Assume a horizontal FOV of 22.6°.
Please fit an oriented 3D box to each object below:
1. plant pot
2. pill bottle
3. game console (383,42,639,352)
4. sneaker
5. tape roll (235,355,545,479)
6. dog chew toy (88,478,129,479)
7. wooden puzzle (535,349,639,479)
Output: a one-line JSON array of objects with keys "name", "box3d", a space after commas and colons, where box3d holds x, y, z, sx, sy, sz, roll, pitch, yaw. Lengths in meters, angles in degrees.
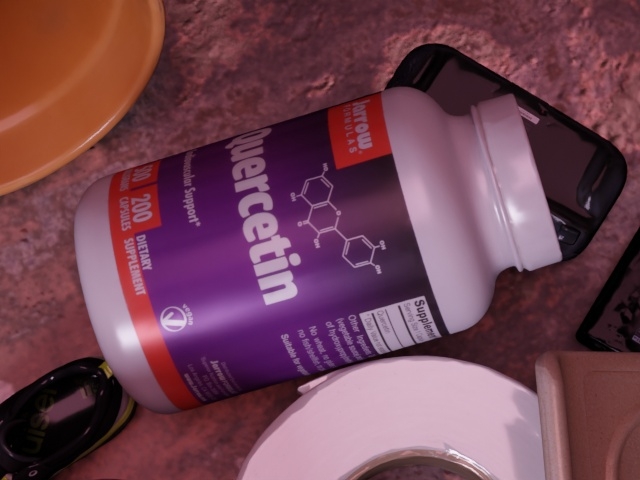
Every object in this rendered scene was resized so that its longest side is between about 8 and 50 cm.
[{"name": "plant pot", "box3d": [-0.287, -0.190, 1.181, 0.290, 0.291, 0.203, -28, 62, -4]}, {"name": "pill bottle", "box3d": [0.000, 0.000, 1.144, 0.322, 0.181, 0.182, -17, 78, 7]}, {"name": "game console", "box3d": [0.211, -0.040, 1.234, 0.361, 0.044, 0.213, 32, 80, 8]}, {"name": "sneaker", "box3d": [-0.238, 0.158, 1.182, 0.234, 0.097, 0.084, -41, 79, -6]}, {"name": "tape roll", "box3d": [0.071, 0.227, 1.153, 0.286, 0.100, 0.286, -1, 78, 3]}, {"name": "dog chew toy", "box3d": [-0.198, 0.282, 1.076, 0.331, 0.206, 0.207, -23, 75, 36]}, {"name": "wooden puzzle", "box3d": [0.275, 0.240, 1.092, 0.347, 0.080, 0.322, 5, 76, -33]}]
